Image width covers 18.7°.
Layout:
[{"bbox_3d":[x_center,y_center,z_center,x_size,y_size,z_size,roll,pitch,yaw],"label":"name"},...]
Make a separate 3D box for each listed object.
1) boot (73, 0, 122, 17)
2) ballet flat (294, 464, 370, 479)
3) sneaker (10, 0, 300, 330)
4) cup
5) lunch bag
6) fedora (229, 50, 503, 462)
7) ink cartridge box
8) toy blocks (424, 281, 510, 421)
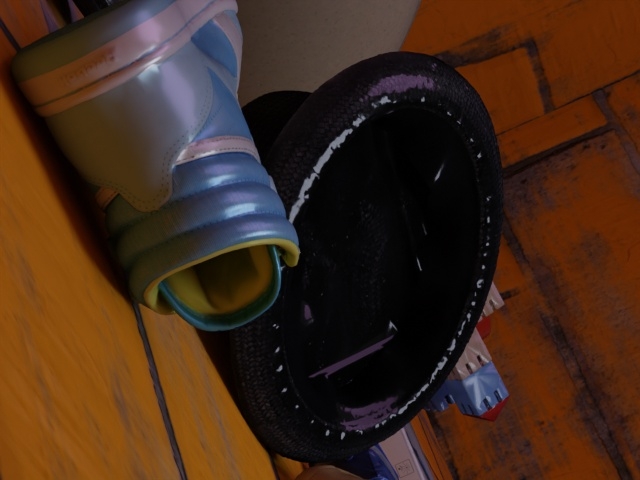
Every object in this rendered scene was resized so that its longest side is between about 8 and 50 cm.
[{"bbox_3d":[-0.125,-0.309,1.497,0.338,0.223,0.118,-110,176,-49],"label":"boot"},{"bbox_3d":[0.026,0.216,1.554,0.073,0.080,0.232,29,-10,16],"label":"ballet flat"},{"bbox_3d":[-0.086,-0.053,1.229,0.208,0.127,0.319,64,13,-7],"label":"sneaker"},{"bbox_3d":[-0.047,-0.227,1.840,0.331,0.331,0.237,-103,-167,-73],"label":"cup"},{"bbox_3d":[0.032,0.212,1.670,0.065,0.067,0.098,-111,174,-48],"label":"lunch bag"},{"bbox_3d":[0.000,0.000,1.513,0.152,0.334,0.334,26,-25,39],"label":"fedora"},{"bbox_3d":[0.099,0.281,2.281,0.261,0.066,0.296,59,7,-59],"label":"ink cartridge box"},{"bbox_3d":[0.112,0.092,2.383,0.261,0.191,0.381,62,-23,-11],"label":"toy blocks"}]
